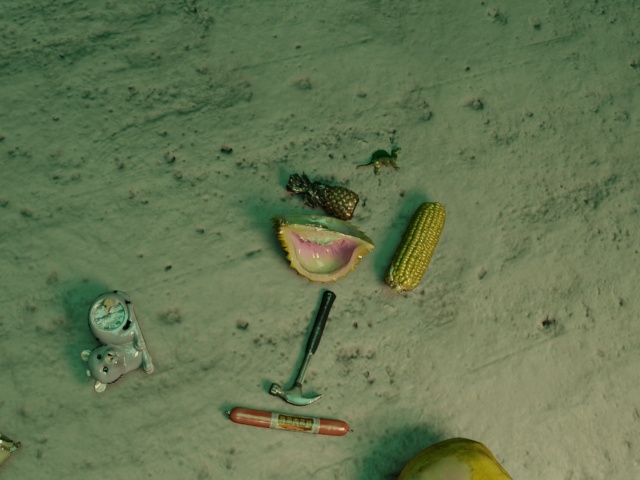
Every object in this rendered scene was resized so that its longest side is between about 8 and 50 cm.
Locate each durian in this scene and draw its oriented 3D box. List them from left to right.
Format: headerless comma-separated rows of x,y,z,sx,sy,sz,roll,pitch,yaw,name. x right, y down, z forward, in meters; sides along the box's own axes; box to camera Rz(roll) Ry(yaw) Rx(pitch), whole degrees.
0.002,-0.001,1.381,0.182,0.132,0.165,-17,67,-14,durian

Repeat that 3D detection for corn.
0.208,0.015,1.448,0.080,0.080,0.238,30,67,-1,corn

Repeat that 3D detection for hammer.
-0.012,0.215,1.356,0.103,0.029,0.247,24,66,-3,hammer

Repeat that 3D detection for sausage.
-0.058,0.350,1.294,0.253,0.034,0.034,9,69,-10,sausage

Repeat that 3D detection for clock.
-0.393,0.184,1.253,0.117,0.080,0.176,-18,77,-17,clock

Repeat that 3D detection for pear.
0.247,0.494,1.193,0.270,0.271,0.271,4,70,-11,pear

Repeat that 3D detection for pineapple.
0.003,-0.100,1.453,0.159,0.074,0.074,23,67,5,pineapple

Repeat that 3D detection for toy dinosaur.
0.135,-0.183,1.536,0.119,0.029,0.061,-13,58,-11,toy dinosaur

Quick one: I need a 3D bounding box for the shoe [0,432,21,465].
-0.631,0.290,1.154,0.098,0.103,0.275,-38,88,-23,shoe
